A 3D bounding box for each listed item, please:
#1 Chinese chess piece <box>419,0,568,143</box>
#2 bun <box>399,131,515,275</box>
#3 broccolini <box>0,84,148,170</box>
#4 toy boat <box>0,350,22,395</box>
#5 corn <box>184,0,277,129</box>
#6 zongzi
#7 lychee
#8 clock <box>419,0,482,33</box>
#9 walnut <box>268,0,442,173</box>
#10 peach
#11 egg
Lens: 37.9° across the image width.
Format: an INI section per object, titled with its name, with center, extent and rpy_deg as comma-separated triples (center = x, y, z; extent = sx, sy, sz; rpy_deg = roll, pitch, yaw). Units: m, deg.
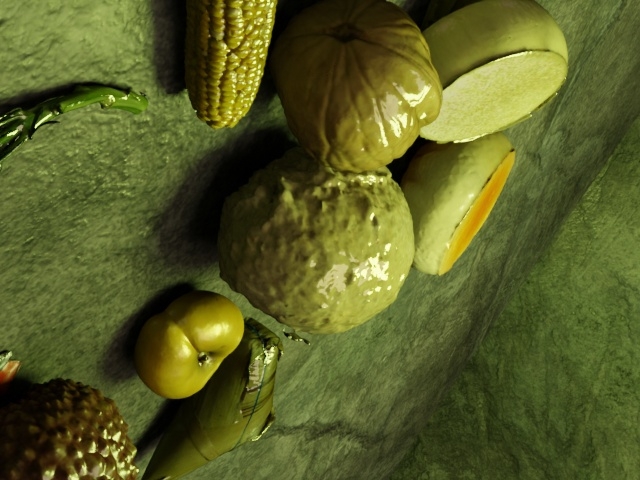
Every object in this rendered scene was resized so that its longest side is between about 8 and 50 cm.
[Chinese chess piece]
center = 0.249, -0.259, 1.447
extent = 0.270, 0.112, 0.270
rpy_deg = -18, 160, -7
[bun]
center = 0.225, -0.086, 1.724
extent = 0.299, 0.165, 0.299
rpy_deg = -50, 163, -22
[broccolini]
center = -0.276, -0.087, 0.937
extent = 0.271, 0.062, 0.123
rpy_deg = -31, 160, -46
[toy boat]
center = -0.470, 0.208, 1.019
extent = 0.219, 0.072, 0.318
rpy_deg = -56, 167, 3
[corn]
center = -0.096, -0.243, 0.979
extent = 0.102, 0.102, 0.313
rpy_deg = -38, 157, -29
[zongzi]
center = -0.198, 0.282, 1.551
extent = 0.289, 0.123, 0.260
rpy_deg = -28, 144, -36
[lychee]
center = -0.333, 0.316, 1.150
extent = 0.271, 0.271, 0.271
rpy_deg = -41, 155, -24
[clock]
center = 0.247, -0.365, 1.487
extent = 0.237, 0.057, 0.237
rpy_deg = -42, 157, -23
[walnut]
center = 0.045, -0.195, 1.172
extent = 0.228, 0.228, 0.228
rpy_deg = -41, 155, -24
[peach]
center = -0.194, 0.150, 1.373
extent = 0.179, 0.103, 0.179
rpy_deg = -39, 151, -26
[egg]
center = 0.000, 0.000, 1.320
extent = 0.310, 0.279, 0.279
rpy_deg = 6, 121, -55
